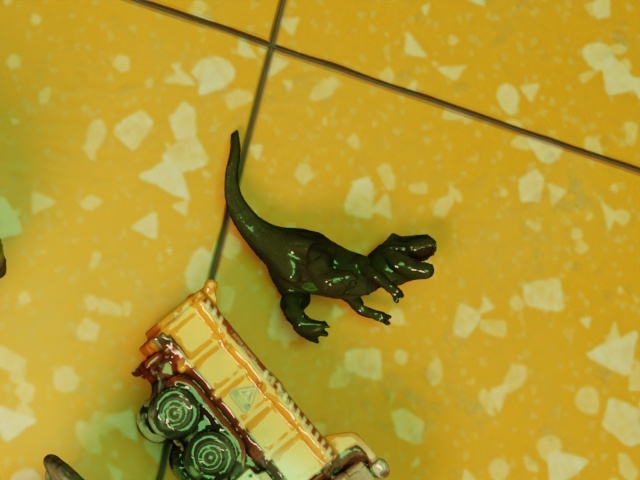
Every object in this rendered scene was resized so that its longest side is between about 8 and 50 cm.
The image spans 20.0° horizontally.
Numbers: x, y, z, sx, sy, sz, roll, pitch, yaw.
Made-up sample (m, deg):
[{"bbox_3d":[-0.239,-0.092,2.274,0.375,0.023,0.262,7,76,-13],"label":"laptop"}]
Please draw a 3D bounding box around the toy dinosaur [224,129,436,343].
[{"bbox_3d":[0.000,0.000,1.625,0.187,0.087,0.179,7,41,-32],"label":"toy dinosaur"}]

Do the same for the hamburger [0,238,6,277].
[{"bbox_3d":[-0.387,0.008,1.398,0.309,0.211,0.132,1,85,-19],"label":"hamburger"}]

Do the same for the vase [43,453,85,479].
[{"bbox_3d":[-0.222,0.345,1.385,0.245,0.245,0.291,46,75,-6],"label":"vase"}]

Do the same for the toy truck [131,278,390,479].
[{"bbox_3d":[-0.052,0.172,1.531,0.135,0.114,0.270,-39,92,-15],"label":"toy truck"}]
